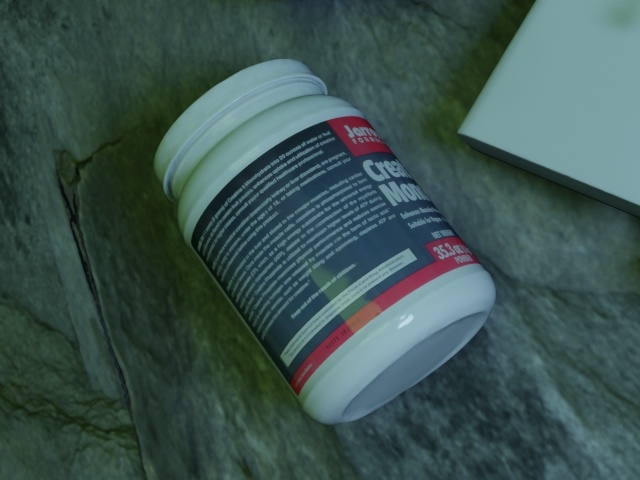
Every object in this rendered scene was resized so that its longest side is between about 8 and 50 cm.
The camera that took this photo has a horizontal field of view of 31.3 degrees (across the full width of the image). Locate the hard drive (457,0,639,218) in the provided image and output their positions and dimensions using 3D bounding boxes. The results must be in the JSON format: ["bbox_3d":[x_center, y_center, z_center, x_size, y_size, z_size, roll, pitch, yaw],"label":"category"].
[{"bbox_3d":[0.270,-0.178,0.914,0.203,0.040,0.307,28,85,36],"label":"hard drive"}]

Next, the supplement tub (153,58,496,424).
[{"bbox_3d":[0.000,0.000,0.970,0.191,0.191,0.272,-41,72,13],"label":"supplement tub"}]
